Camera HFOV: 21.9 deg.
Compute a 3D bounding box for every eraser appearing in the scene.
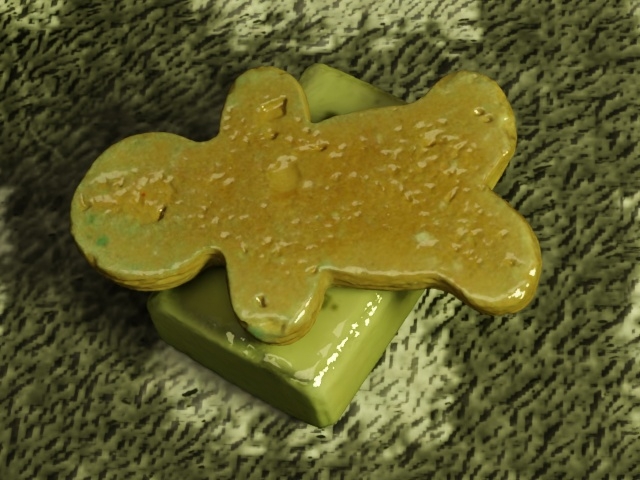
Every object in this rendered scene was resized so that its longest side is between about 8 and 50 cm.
[{"bbox_3d":[0.000,0.000,0.881,0.117,0.058,0.172,29,70,19],"label":"eraser"}]

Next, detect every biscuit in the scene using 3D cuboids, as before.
[{"bbox_3d":[-0.011,-0.020,0.841,0.234,0.030,0.153,-7,63,4],"label":"biscuit"}]
